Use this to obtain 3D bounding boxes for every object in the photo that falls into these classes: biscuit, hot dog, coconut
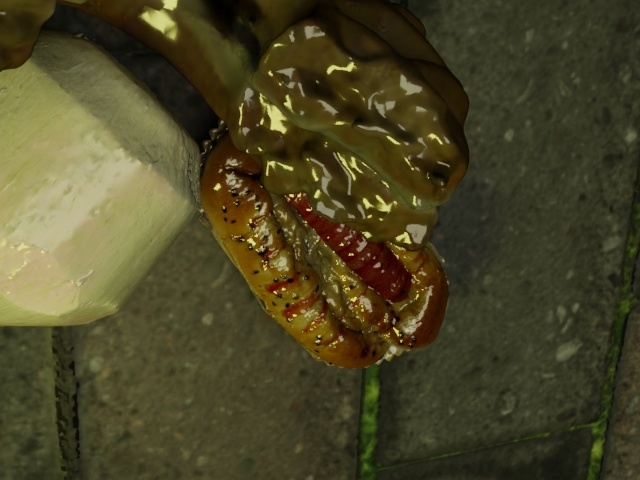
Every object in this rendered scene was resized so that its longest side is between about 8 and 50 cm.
[{"bbox_3d":[-0.090,-0.141,0.547,0.366,0.268,0.115,24,119,-31],"label":"biscuit"},{"bbox_3d":[0.000,0.000,0.758,0.131,0.069,0.253,-41,120,-2],"label":"hot dog"},{"bbox_3d":[-0.169,-0.029,0.621,0.183,0.171,0.171,-46,121,-3],"label":"coconut"}]
